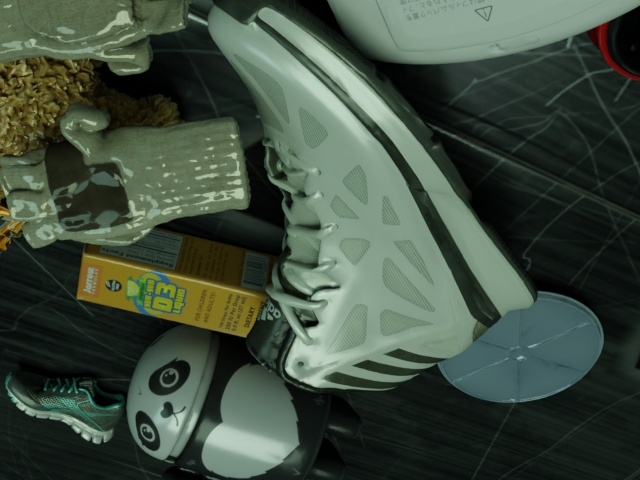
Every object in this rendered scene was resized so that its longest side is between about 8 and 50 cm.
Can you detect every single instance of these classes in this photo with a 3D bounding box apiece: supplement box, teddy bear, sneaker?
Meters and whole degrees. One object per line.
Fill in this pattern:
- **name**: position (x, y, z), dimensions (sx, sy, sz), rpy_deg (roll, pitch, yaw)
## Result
- **supplement box**: position (-0.146, 0.045, 0.837), dimensions (0.233, 0.080, 0.078), rpy_deg (15, 128, -7)
- **teddy bear**: position (-0.278, -0.126, 0.641), dimensions (0.245, 0.113, 0.338), rpy_deg (-40, 119, -10)
- **sneaker**: position (-0.337, 0.207, 1.011), dimensions (0.166, 0.065, 0.076), rpy_deg (32, 109, -27)
- **sneaker**: position (0.001, 0.001, 0.680), dimensions (0.257, 0.169, 0.447), rpy_deg (-41, 123, 4)

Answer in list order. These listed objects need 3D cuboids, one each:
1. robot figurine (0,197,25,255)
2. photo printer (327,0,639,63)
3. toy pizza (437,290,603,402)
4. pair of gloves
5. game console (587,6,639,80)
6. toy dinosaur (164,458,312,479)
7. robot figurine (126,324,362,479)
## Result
- **robot figurine**: position (-0.398, -0.079, 0.736), dimensions (0.211, 0.085, 0.291), rpy_deg (-34, 121, 29)
- **photo printer**: position (0.091, -0.264, 0.504), dimensions (0.256, 0.107, 0.308), rpy_deg (-6, 133, 31)
- **toy pizza**: position (0.242, 0.128, 0.921), dimensions (0.201, 0.032, 0.201), rpy_deg (1, 131, 1)
- **pair of gloves**: position (-0.173, -0.113, 0.583), dimensions (0.204, 0.042, 0.240), rpy_deg (-15, 102, 11)
- **game console**: position (0.403, -0.269, 0.528), dimensions (0.341, 0.060, 0.387), rpy_deg (4, 139, -3)
- **toy dinosaur**: position (-0.092, 0.341, 1.091), dimensions (0.160, 0.121, 0.314), rpy_deg (3, 137, 16)
- **robot figurine**: position (-0.093, 0.206, 0.909), dimensions (0.278, 0.209, 0.173), rpy_deg (21, 140, -13)
